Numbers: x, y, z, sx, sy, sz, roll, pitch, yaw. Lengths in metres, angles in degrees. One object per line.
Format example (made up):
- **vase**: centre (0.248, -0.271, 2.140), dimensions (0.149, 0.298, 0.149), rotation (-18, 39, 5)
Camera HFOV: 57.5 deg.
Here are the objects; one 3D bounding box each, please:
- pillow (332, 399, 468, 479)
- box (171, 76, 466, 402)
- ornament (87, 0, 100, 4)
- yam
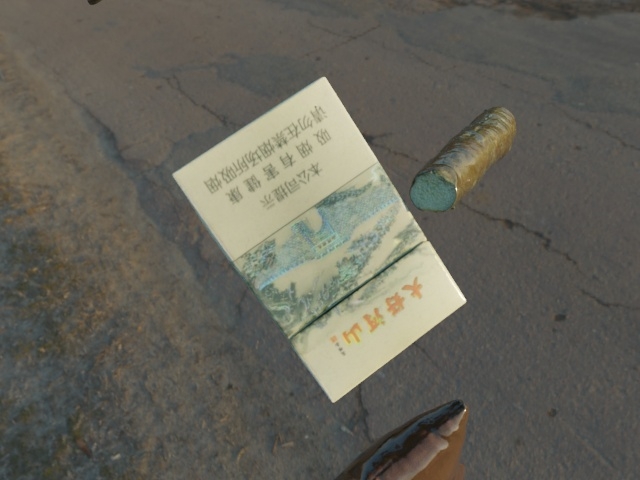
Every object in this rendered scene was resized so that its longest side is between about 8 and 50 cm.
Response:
- **pillow**: centre (0.067, 0.342, 0.707), dimensions (0.305, 0.307, 0.108), rotation (-40, 56, -15)
- **box**: centre (0.000, 0.000, 0.559), dimensions (0.164, 0.256, 0.069), rotation (-35, 10, -8)
- **ornament**: centre (-0.260, -0.409, 0.657), dimensions (0.153, 0.196, 0.166), rotation (-24, 50, 16)
- **yam**: centre (0.163, -0.095, 0.636), dimensions (0.061, 0.061, 0.274), rotation (14, 28, 24)
